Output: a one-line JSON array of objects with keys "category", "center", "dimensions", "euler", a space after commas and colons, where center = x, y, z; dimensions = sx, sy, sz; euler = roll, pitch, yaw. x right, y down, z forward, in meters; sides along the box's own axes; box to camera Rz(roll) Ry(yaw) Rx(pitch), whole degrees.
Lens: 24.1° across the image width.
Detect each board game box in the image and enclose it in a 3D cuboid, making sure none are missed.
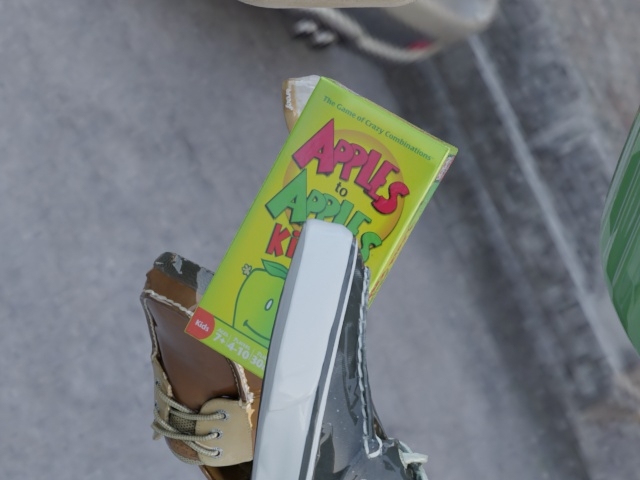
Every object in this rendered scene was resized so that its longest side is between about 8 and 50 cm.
[{"category": "board game box", "center": [0.000, 0.000, 0.936], "dimensions": [0.092, 0.181, 0.043], "euler": [30, 9, 10]}]

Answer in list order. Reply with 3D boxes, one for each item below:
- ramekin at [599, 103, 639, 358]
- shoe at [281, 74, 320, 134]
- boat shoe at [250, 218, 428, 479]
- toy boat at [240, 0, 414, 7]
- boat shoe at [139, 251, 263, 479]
[{"category": "ramekin", "center": [0.282, -0.008, 0.714], "dimensions": [0.303, 0.148, 0.303], "euler": [10, 43, -9]}, {"category": "shoe", "center": [0.006, -0.109, 1.446], "dimensions": [0.219, 0.058, 0.077], "euler": [48, 31, -80]}, {"category": "boat shoe", "center": [0.007, 0.101, 0.604], "dimensions": [0.078, 0.070, 0.219], "euler": [-103, -161, -81]}, {"category": "toy boat", "center": [-0.001, -0.295, 1.300], "dimensions": [0.151, 0.231, 0.151], "euler": [-85, 175, -47]}, {"category": "boat shoe", "center": [-0.075, 0.129, 1.218], "dimensions": [0.122, 0.120, 0.324], "euler": [25, -21, 27]}]
